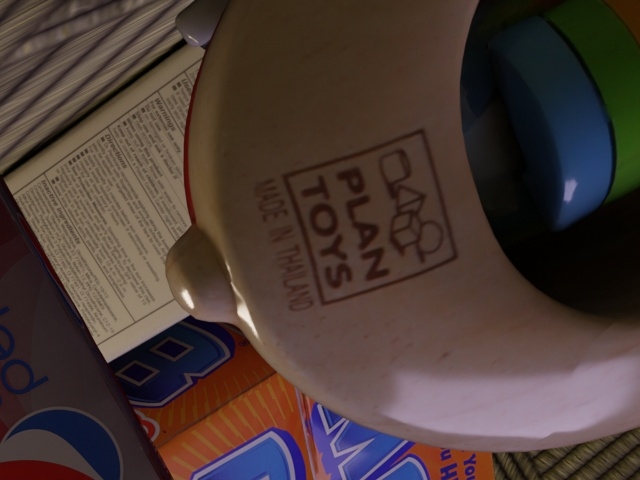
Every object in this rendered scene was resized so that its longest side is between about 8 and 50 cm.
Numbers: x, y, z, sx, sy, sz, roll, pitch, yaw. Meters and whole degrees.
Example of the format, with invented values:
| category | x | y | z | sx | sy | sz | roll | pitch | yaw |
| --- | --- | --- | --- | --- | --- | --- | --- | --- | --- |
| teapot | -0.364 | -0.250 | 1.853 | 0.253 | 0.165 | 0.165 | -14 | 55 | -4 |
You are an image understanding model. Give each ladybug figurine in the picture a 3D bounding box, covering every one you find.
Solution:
| category | x | y | z | sx | sy | sz | roll | pitch | yaw |
| --- | --- | --- | --- | --- | --- | --- | --- | --- | --- |
| ladybug figurine | 0.116 | -0.075 | 0.824 | 0.449 | 0.305 | 0.162 | -23 | -164 | -25 |

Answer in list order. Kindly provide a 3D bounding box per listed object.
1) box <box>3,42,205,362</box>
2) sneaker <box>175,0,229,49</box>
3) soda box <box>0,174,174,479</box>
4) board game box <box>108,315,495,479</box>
| category | x | y | z | sx | sy | sz | roll | pitch | yaw |
| --- | --- | --- | --- | --- | --- | --- | --- | --- | --- |
| box | -0.091 | -0.029 | 1.164 | 0.311 | 0.148 | 0.121 | -28 | -178 | 39 |
| sneaker | 0.055 | -0.111 | 0.938 | 0.105 | 0.147 | 0.296 | -28 | -179 | 42 |
| soda box | -0.144 | 0.074 | 0.870 | 0.083 | 0.263 | 0.092 | -29 | 180 | -5 |
| board game box | -0.109 | 0.180 | 1.467 | 0.356 | 0.356 | 0.356 | -31 | -143 | -31 |
